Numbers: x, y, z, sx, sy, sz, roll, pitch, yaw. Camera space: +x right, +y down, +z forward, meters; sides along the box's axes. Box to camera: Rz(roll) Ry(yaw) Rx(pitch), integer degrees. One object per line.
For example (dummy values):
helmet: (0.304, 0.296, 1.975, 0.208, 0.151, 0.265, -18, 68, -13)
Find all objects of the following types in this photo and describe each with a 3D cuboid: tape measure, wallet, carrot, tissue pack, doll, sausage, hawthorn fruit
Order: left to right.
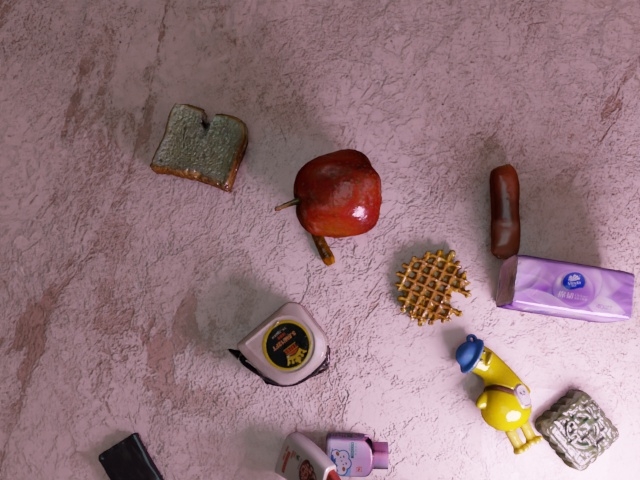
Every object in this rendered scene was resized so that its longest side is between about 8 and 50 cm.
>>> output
wallet: (-0.563, 0.754, 1.928, 0.146, 0.030, 0.285, -31, 84, -4)
tape measure: (-0.109, 0.347, 1.906, 0.271, 0.133, 0.231, -38, 75, 0)
carrot: (0.000, 0.000, 1.984, 0.042, 0.042, 0.170, -23, 81, 0)
hawthorn fruit: (0.024, -0.127, 1.871, 0.330, 0.287, 0.287, -11, 82, -5)
doll: (0.533, 0.446, 1.862, 0.199, 0.145, 0.363, -16, 71, -31)
sausage: (0.575, -0.089, 1.942, 0.089, 0.083, 0.300, 1, 86, -3)
tissue pack: (0.711, 0.144, 1.825, 0.338, 0.242, 0.160, 8, 83, 3)

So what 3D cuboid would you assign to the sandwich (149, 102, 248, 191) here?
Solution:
sandwich: (-0.380, -0.304, 2.016, 0.273, 0.095, 0.249, 16, 81, 6)

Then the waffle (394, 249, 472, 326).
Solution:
waffle: (0.350, 0.148, 1.941, 0.232, 0.051, 0.228, -17, 83, 2)

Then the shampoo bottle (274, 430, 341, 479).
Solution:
shampoo bottle: (-0.009, 0.691, 1.805, 0.284, 0.071, 0.153, 30, 108, 38)

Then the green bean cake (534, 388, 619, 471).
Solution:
green bean cake: (0.765, 0.560, 1.851, 0.185, 0.094, 0.183, -38, 82, -7)

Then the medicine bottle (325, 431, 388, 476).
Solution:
medicine bottle: (0.109, 0.643, 1.870, 0.188, 0.094, 0.119, 0, 85, 4)
